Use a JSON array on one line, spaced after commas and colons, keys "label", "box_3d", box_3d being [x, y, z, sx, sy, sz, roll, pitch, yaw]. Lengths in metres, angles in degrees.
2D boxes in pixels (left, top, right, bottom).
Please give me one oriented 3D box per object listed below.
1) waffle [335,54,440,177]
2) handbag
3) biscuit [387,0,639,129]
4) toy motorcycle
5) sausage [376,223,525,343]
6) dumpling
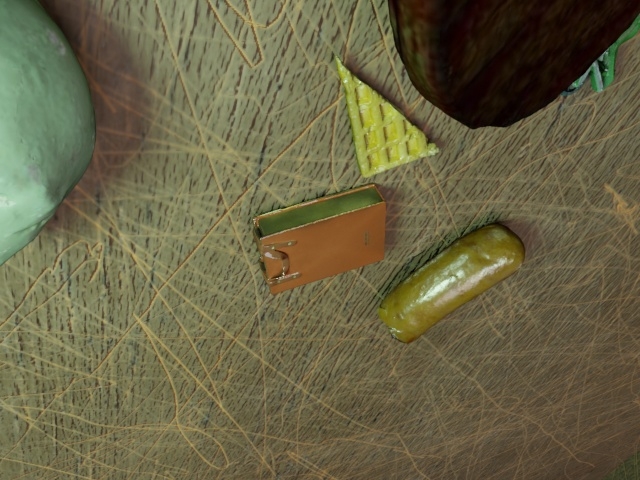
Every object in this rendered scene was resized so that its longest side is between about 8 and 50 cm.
[{"label": "waffle", "box_3d": [0.089, -0.169, 0.713, 0.125, 0.032, 0.191, -18, 139, -3]}, {"label": "handbag", "box_3d": [0.000, 0.000, 0.832, 0.190, 0.063, 0.127, -16, 138, -11]}, {"label": "biscuit", "box_3d": [0.212, -0.289, 0.475, 0.407, 0.091, 0.408, -31, 146, -23]}, {"label": "toy motorcycle", "box_3d": [0.355, -0.268, 0.704, 0.106, 0.074, 0.190, -12, 138, -24]}, {"label": "sausage", "box_3d": [0.219, 0.069, 0.967, 0.270, 0.109, 0.109, -38, 136, 18]}, {"label": "dumpling", "box_3d": [-0.343, -0.092, 0.500, 0.270, 0.211, 0.321, -46, 132, -29]}]
